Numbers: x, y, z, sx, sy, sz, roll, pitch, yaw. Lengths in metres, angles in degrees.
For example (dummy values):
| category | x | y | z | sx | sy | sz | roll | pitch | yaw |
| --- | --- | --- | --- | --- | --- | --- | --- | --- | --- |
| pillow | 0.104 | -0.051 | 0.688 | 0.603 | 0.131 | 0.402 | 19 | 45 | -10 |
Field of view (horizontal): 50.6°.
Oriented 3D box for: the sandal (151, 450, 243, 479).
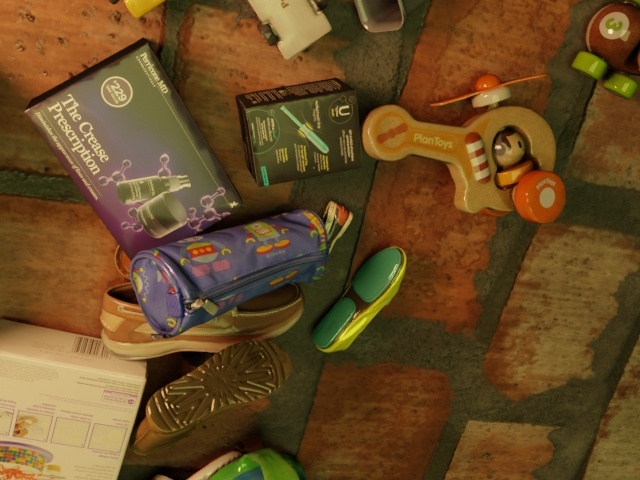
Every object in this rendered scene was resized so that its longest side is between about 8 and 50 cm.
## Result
| category | x | y | z | sx | sy | sz | roll | pitch | yaw |
| --- | --- | --- | --- | --- | --- | --- | --- | --- | --- |
| sandal | -0.263 | 0.459 | 1.234 | 0.265 | 0.076 | 0.101 | -30 | 134 | -24 |

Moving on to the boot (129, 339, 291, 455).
| category | x | y | z | sx | sy | sz | roll | pitch | yaw |
| --- | --- | --- | --- | --- | --- | --- | --- | --- | --- |
| boot | -0.188 | 0.255 | 1.085 | 0.236 | 0.269 | 0.089 | -17 | 73 | -25 |

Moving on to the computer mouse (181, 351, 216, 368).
| category | x | y | z | sx | sy | sz | roll | pitch | yaw |
| --- | --- | --- | --- | --- | --- | --- | --- | --- | --- |
| computer mouse | -0.244 | 0.178 | 1.135 | 0.242 | 0.041 | 0.071 | 3 | 113 | -9 |

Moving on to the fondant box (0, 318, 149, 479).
| category | x | y | z | sx | sy | sz | roll | pitch | yaw |
| --- | --- | --- | --- | --- | --- | --- | --- | --- | --- |
| fondant box | -0.432 | 0.308 | 1.089 | 0.238 | 0.096 | 0.330 | 15 | 109 | -16 |

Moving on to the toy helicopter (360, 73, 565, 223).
| category | x | y | z | sx | sy | sz | roll | pitch | yaw |
| --- | --- | --- | --- | --- | --- | --- | --- | --- | --- |
| toy helicopter | 0.225 | -0.161 | 1.049 | 0.355 | 0.140 | 0.234 | 6 | 95 | -25 |

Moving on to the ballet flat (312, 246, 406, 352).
| category | x | y | z | sx | sy | sz | roll | pitch | yaw |
| --- | --- | --- | --- | --- | --- | --- | --- | --- | --- |
| ballet flat | 0.078 | 0.107 | 1.174 | 0.231 | 0.077 | 0.077 | -50 | 137 | 12 |

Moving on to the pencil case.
| category | x | y | z | sx | sy | sz | roll | pitch | yaw |
| --- | --- | --- | --- | --- | --- | --- | --- | --- | --- |
| pencil case | -0.120 | 0.040 | 0.983 | 0.306 | 0.133 | 0.119 | -19 | 121 | -40 |

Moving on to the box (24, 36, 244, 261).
| category | x | y | z | sx | sy | sz | roll | pitch | yaw |
| --- | --- | --- | --- | --- | --- | --- | --- | --- | --- |
| box | -0.254 | -0.122 | 0.953 | 0.184 | 0.103 | 0.261 | -32 | 116 | -6 |

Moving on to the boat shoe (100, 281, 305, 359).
| category | x | y | z | sx | sy | sz | roll | pitch | yaw |
| --- | --- | --- | --- | --- | --- | --- | --- | --- | --- |
| boat shoe | -0.182 | 0.102 | 1.062 | 0.325 | 0.123 | 0.116 | -9 | 121 | -13 |

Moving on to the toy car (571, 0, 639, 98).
| category | x | y | z | sx | sy | sz | roll | pitch | yaw |
| --- | --- | --- | --- | --- | --- | --- | --- | --- | --- |
| toy car | 0.516 | -0.299 | 1.042 | 0.149 | 0.188 | 0.155 | 22 | 106 | -23 |

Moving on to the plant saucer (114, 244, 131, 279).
| category | x | y | z | sx | sy | sz | roll | pitch | yaw |
| --- | --- | --- | --- | --- | --- | --- | --- | --- | --- |
| plant saucer | -0.281 | 0.026 | 1.065 | 0.084 | 0.013 | 0.083 | -6 | 115 | -12 |

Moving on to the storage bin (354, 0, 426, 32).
| category | x | y | z | sx | sy | sz | roll | pitch | yaw |
| --- | --- | --- | --- | --- | --- | --- | --- | --- | --- |
| storage bin | 0.096 | -0.377 | 0.956 | 0.091 | 0.098 | 0.135 | -37 | 120 | -29 |

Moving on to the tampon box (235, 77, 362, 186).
| category | x | y | z | sx | sy | sz | roll | pitch | yaw |
| --- | --- | --- | --- | --- | --- | --- | --- | --- | --- |
| tampon box | -0.032 | -0.162 | 1.001 | 0.161 | 0.101 | 0.120 | -12 | 116 | -11 |

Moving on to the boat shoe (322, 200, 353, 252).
| category | x | y | z | sx | sy | sz | roll | pitch | yaw |
| --- | --- | --- | --- | --- | --- | --- | --- | --- | --- |
| boat shoe | 0.000 | 0.000 | 1.112 | 0.043 | 0.049 | 0.137 | 29 | 100 | -21 |

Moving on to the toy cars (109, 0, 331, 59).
| category | x | y | z | sx | sy | sz | roll | pitch | yaw |
| --- | --- | --- | --- | --- | --- | --- | --- | --- | --- |
| toy cars | -0.163 | -0.369 | 0.889 | 0.394 | 0.087 | 0.176 | 10 | 115 | -22 |

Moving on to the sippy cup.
| category | x | y | z | sx | sy | sz | roll | pitch | yaw |
| --- | --- | --- | --- | --- | --- | --- | --- | --- | --- |
| sippy cup | -0.087 | 0.536 | 1.195 | 0.240 | 0.224 | 0.305 | -39 | 130 | -8 |
